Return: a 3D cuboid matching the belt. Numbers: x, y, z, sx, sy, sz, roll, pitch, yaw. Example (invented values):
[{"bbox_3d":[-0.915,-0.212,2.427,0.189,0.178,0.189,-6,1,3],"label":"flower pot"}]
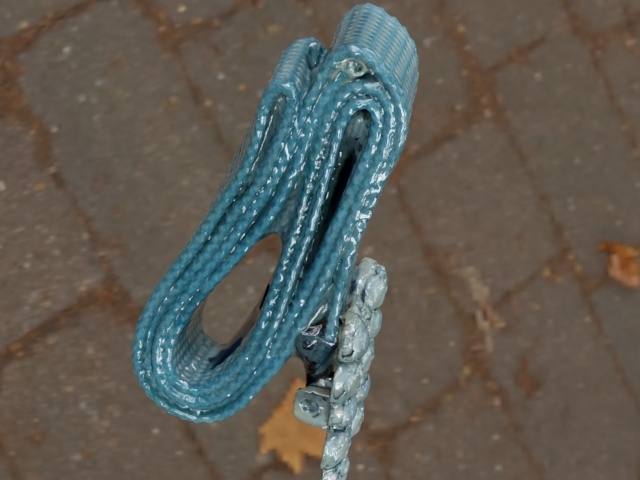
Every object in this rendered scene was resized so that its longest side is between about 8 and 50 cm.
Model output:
[{"bbox_3d":[-0.001,0.002,0.638,0.100,0.179,0.065,26,33,-1],"label":"belt"}]
